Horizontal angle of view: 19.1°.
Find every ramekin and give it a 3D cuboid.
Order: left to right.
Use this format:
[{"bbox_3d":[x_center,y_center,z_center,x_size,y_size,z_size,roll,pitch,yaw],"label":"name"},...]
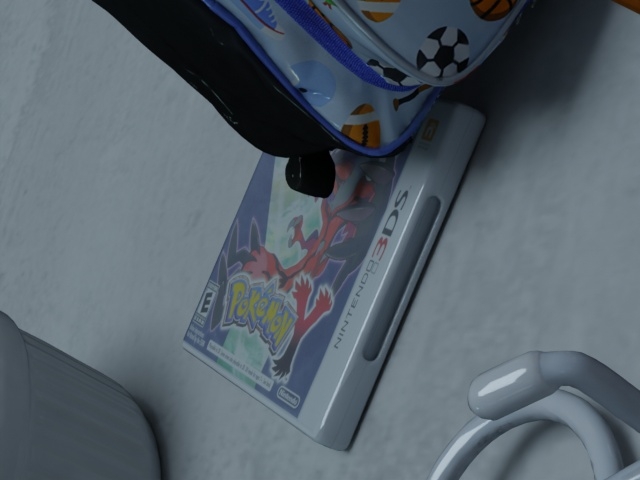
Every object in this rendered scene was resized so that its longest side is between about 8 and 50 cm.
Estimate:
[{"bbox_3d":[-0.202,0.182,1.147,0.273,0.127,0.273,-43,34,40],"label":"ramekin"}]

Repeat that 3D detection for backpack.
[{"bbox_3d":[0.012,-0.199,0.903,0.213,0.276,0.263,2,54,55],"label":"backpack"}]

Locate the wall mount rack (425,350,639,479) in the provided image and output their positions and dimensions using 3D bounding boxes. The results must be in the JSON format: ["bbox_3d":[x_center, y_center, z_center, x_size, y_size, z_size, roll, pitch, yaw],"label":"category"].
[{"bbox_3d":[0.011,0.201,0.686,0.304,0.130,0.350,-35,39,30],"label":"wall mount rack"}]

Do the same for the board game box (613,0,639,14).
[{"bbox_3d":[0.219,-0.210,0.391,0.356,0.356,0.356,15,83,64],"label":"board game box"}]

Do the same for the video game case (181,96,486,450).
[{"bbox_3d":[0.000,0.000,1.023,0.201,0.023,0.183,25,92,64],"label":"video game case"}]
